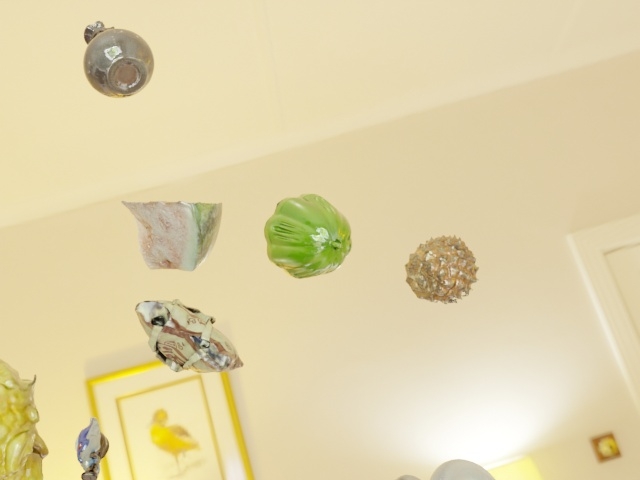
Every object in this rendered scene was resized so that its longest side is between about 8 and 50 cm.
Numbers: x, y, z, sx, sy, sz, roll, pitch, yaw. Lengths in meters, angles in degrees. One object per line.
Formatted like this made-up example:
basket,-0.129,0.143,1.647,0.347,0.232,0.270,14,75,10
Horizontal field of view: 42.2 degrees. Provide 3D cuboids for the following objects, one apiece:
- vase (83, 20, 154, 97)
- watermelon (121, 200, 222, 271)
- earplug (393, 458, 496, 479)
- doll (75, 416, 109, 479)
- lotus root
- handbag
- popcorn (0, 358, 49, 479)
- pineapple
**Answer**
vase,-0.360,-0.324,1.434,0.120,0.183,0.120,-17,-47,-19
watermelon,-0.346,-0.041,2.037,0.231,0.193,0.310,-19,18,-8
earplug,0.282,0.637,1.953,0.325,0.214,0.175,-9,-36,-4
doll,-0.475,0.438,1.724,0.070,0.195,0.096,5,-61,-17
lotus root,0.000,0.000,1.667,0.186,0.186,0.186,-16,-18,-5
handbag,-0.251,0.191,1.572,0.127,0.213,0.235,-60,-4,-8
popcorn,-0.610,0.353,1.507,0.215,0.252,0.286,-4,23,-21
pineapple,0.300,0.065,1.957,0.193,0.166,0.166,-27,-9,-36
